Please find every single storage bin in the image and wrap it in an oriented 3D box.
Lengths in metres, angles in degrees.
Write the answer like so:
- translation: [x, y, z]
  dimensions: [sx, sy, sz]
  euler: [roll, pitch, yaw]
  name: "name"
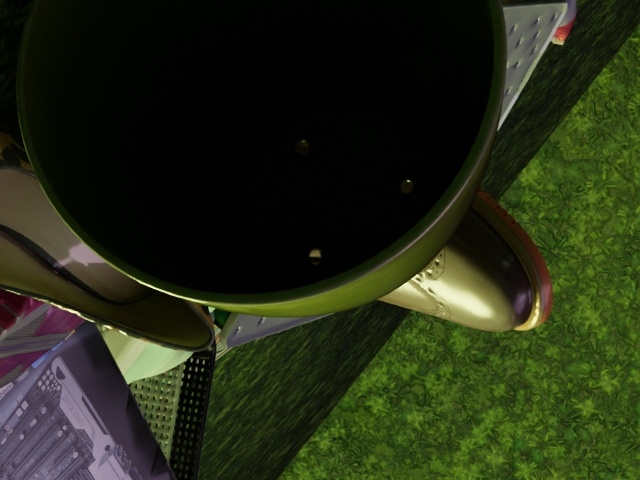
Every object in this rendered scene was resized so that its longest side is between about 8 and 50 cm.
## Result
- translation: [-0.166, 0.177, 1.834]
  dimensions: [0.122, 0.084, 0.180]
  euler: [11, 89, -79]
  name: "storage bin"

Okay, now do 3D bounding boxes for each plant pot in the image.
- translation: [-0.008, -0.062, 1.163]
  dimensions: [0.275, 0.275, 0.293]
  euler: [-48, 162, -4]
  name: "plant pot"

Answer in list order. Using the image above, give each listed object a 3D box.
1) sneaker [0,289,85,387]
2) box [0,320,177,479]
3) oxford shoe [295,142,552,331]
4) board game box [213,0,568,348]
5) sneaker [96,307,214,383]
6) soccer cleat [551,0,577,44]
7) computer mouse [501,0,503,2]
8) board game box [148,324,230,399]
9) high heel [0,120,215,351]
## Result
- translation: [-0.218, 0.037, 1.296]
  dimensions: [0.252, 0.103, 0.111]
  euler: [-25, 159, -53]
  name: "sneaker"
- translation: [-0.264, 0.210, 1.413]
  dimensions: [0.307, 0.076, 0.242]
  euler: [-44, 132, -27]
  name: "box"
- translation: [0.000, 0.000, 1.371]
  dimensions: [0.132, 0.363, 0.130]
  euler: [-38, 135, -36]
  name: "oxford shoe"
- translation: [0.070, -0.087, 1.938]
  dimensions: [0.390, 0.050, 0.390]
  euler: [-15, 139, -58]
  name: "board game box"
- translation: [-0.122, 0.037, 1.686]
  dimensions: [0.256, 0.094, 0.151]
  euler: [-43, 168, 23]
  name: "sneaker"
- translation: [0.258, -0.293, 2.226]
  dimensions: [0.248, 0.083, 0.095]
  euler: [10, 91, -73]
  name: "soccer cleat"
- translation: [0.170, -0.241, 2.095]
  dimensions: [0.106, 0.042, 0.193]
  euler: [-38, 172, -30]
  name: "computer mouse"
- translation: [-0.069, 0.038, 2.085]
  dimensions: [0.317, 0.046, 0.213]
  euler: [-36, 164, -52]
  name: "board game box"
- translation: [-0.164, 0.012, 1.132]
  dimensions: [0.093, 0.186, 0.261]
  euler: [-52, 170, 16]
  name: "high heel"
